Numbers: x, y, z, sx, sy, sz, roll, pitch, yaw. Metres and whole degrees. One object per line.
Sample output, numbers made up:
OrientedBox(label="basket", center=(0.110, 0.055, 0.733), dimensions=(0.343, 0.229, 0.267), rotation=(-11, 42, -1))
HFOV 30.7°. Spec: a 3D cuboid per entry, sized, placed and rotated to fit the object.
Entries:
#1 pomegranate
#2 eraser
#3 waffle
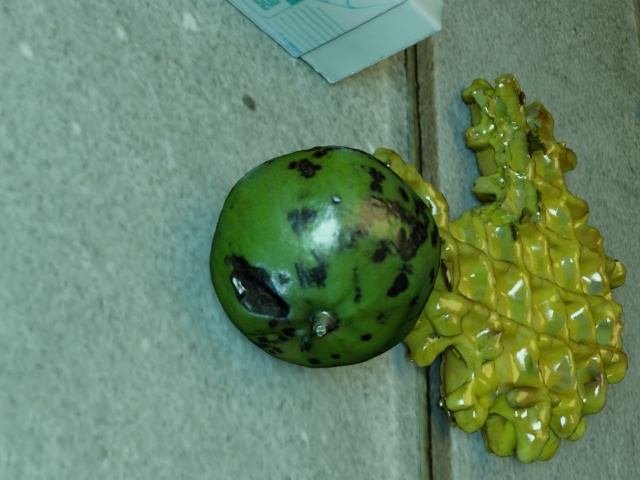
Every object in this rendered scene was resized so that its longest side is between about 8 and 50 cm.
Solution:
OrientedBox(label="pomegranate", center=(0.000, 0.000, 0.625), dimensions=(0.122, 0.122, 0.161), rotation=(47, 11, -26))
OrientedBox(label="eraser", center=(-0.030, -0.186, 0.684), dimensions=(0.225, 0.096, 0.052), rotation=(35, 47, -37))
OrientedBox(label="waffle", center=(0.139, 0.017, 0.820), dimensions=(0.259, 0.069, 0.293), rotation=(60, 38, -9))
